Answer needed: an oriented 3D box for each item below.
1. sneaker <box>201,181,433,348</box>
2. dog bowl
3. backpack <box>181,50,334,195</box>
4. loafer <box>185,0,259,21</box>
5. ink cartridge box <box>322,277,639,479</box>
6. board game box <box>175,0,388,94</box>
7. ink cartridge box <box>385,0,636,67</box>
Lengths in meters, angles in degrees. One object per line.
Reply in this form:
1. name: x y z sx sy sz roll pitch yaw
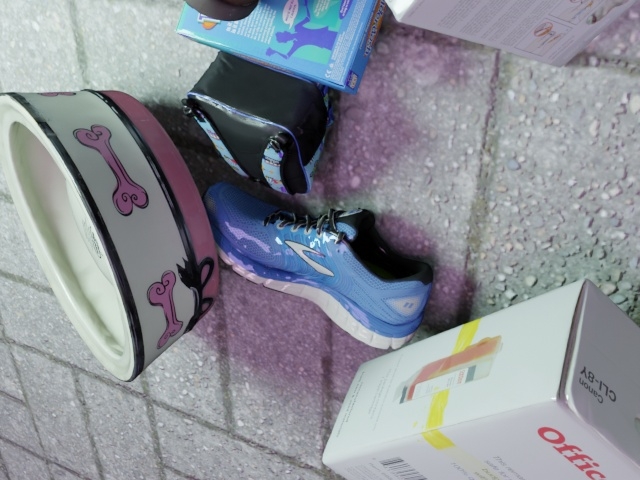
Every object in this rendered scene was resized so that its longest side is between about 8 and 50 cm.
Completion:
1. sneaker: 0.000 0.000 0.916 0.330 0.130 0.147 27 123 4
2. dog bowl: -0.289 -0.022 0.967 0.408 0.150 0.408 36 140 39
3. backpack: -0.061 -0.137 0.851 0.158 0.117 0.173 23 161 19
4. loafer: -0.121 -0.401 0.674 0.130 0.134 0.366 -25 92 40
5. ink cartridge box: 0.233 0.236 0.824 0.279 0.160 0.384 39 141 -15
6. board game box: -0.034 -0.264 0.748 0.210 0.047 0.160 23 98 17
7. ink cartridge box: 0.192 -0.243 0.591 0.189 0.232 0.066 -43 61 43
